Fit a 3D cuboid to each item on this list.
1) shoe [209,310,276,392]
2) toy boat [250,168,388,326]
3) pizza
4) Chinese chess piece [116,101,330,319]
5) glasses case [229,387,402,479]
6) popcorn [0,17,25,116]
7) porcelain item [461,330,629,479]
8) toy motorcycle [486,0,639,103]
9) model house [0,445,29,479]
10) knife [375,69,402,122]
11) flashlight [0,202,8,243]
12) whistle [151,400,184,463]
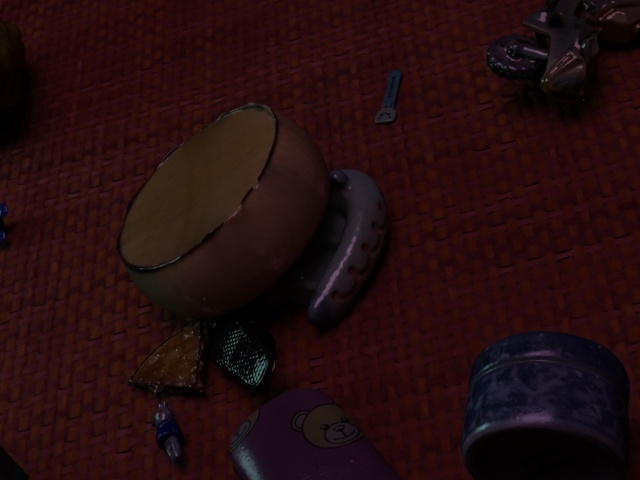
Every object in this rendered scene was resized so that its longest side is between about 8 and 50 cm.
[{"bbox_3d":[-0.071,0.123,1.414,0.062,0.053,0.159,-68,27,7],"label":"shoe"},{"bbox_3d":[0.000,0.000,1.483,0.134,0.079,0.208,10,55,34],"label":"toy boat"},{"bbox_3d":[-0.166,0.142,1.460,0.099,0.029,0.100,-22,41,15],"label":"pizza"},{"bbox_3d":[-0.109,-0.033,1.486,0.257,0.104,0.257,-33,32,24],"label":"Chinese chess piece"},{"bbox_3d":[0.022,0.255,1.230,0.123,0.076,0.316,-35,45,-10],"label":"glasses case"},{"bbox_3d":[-0.545,-0.229,1.848,0.250,0.235,0.242,-29,1,10],"label":"popcorn"},{"bbox_3d":[0.204,0.158,1.192,0.147,0.147,0.114,-4,48,21],"label":"porcelain item"},{"bbox_3d":[0.310,-0.230,1.561,0.229,0.094,0.130,-29,47,-22],"label":"toy motorcycle"},{"bbox_3d":[-0.502,0.298,1.316,0.294,0.252,0.329,9,59,30],"label":"model house"},{"bbox_3d":[0.087,-0.182,1.663,0.027,0.010,0.096,-3,48,21],"label":"knife"},{"bbox_3d":[-0.456,-0.014,1.728,0.121,0.035,0.057,-7,71,24],"label":"flashlight"},{"bbox_3d":[-0.162,0.204,1.396,0.033,0.029,0.083,-57,34,20],"label":"whistle"}]
